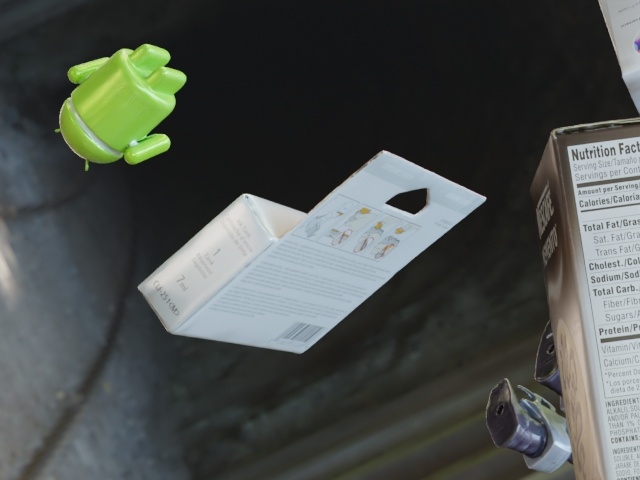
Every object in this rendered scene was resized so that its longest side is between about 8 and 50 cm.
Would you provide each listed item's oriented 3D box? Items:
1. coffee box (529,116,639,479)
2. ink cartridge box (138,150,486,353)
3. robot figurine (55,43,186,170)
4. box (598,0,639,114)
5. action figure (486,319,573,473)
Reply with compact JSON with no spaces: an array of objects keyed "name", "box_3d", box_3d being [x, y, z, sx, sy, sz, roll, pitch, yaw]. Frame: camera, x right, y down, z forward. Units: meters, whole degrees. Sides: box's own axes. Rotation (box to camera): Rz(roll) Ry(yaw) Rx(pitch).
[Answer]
[{"name":"coffee box","box_3d":[0.204,0.088,1.035,0.168,0.119,0.297,74,8,-79]},{"name":"ink cartridge box","box_3d":[0.000,0.000,1.581,0.060,0.239,0.275,53,14,20]},{"name":"robot figurine","box_3d":[-0.166,-0.110,1.472,0.101,0.115,0.067,53,16,14]},{"name":"box","box_3d":[0.233,-0.171,1.069,0.186,0.145,0.038,-97,160,-47]},{"name":"action figure","box_3d":[0.286,0.193,1.589,0.285,0.185,0.099,36,24,-20]}]
